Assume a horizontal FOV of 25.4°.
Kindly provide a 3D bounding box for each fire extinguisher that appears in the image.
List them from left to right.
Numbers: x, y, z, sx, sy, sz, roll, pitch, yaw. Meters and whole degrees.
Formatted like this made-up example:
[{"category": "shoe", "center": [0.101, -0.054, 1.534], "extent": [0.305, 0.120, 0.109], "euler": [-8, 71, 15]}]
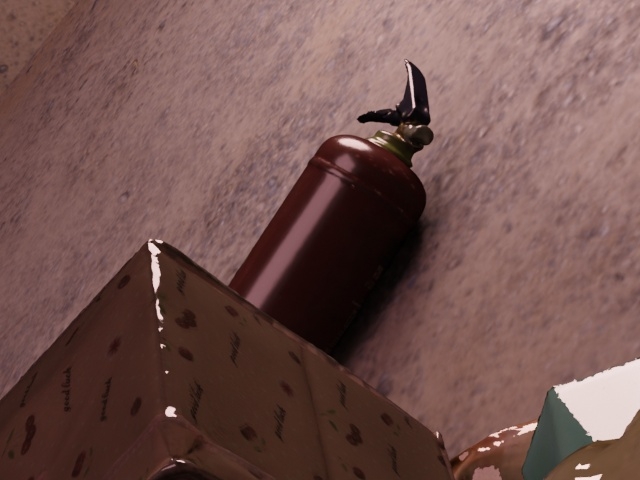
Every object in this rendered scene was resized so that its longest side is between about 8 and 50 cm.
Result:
[{"category": "fire extinguisher", "center": [0.000, 0.000, 1.159], "extent": [0.344, 0.102, 0.138], "euler": [-57, 24, -4]}]

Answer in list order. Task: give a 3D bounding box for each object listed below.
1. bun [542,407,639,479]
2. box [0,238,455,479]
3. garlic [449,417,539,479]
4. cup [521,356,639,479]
[{"category": "bun", "center": [0.191, 0.172, 0.371], "extent": [0.365, 0.219, 0.365], "euler": [-6, 78, 29]}, {"category": "box", "center": [-0.089, 0.193, 0.720], "extent": [0.297, 0.225, 0.190], "euler": [-45, 28, 18]}, {"category": "garlic", "center": [0.088, 0.170, 0.821], "extent": [0.174, 0.099, 0.124], "euler": [-51, 39, 9]}, {"category": "cup", "center": [0.176, 0.158, 0.651], "extent": [0.235, 0.148, 0.134], "euler": [-99, 23, -60]}]
